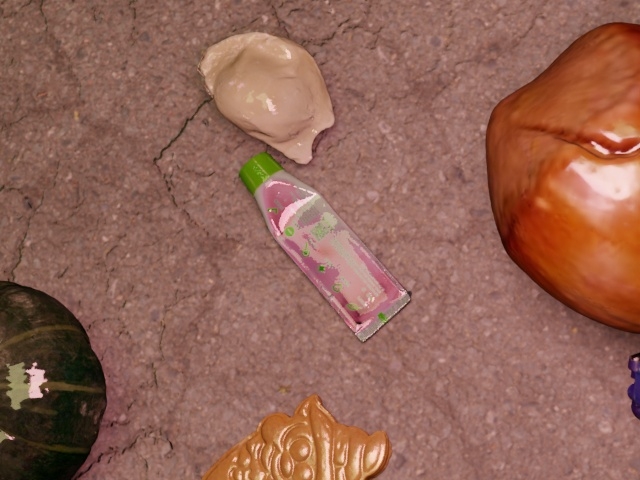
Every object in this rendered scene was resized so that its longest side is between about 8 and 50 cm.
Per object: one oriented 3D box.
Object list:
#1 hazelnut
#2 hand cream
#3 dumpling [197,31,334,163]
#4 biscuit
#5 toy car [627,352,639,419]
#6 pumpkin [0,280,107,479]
[{"bbox_3d":[0.360,-0.062,1.814,0.372,0.315,0.372,6,66,-13],"label":"hazelnut"},{"bbox_3d":[0.000,0.000,2.046,0.275,0.050,0.079,49,117,17],"label":"hand cream"},{"bbox_3d":[-0.062,-0.192,2.082,0.136,0.118,0.199,-43,89,4],"label":"dumpling"},{"bbox_3d":[-0.035,0.278,1.981,0.250,0.035,0.162,-17,66,13],"label":"biscuit"},{"bbox_3d":[0.450,0.194,1.791,0.235,0.172,0.158,13,93,24],"label":"toy car"},{"bbox_3d":[-0.407,0.194,2.024,0.300,0.207,0.300,-4,82,27],"label":"pumpkin"}]
